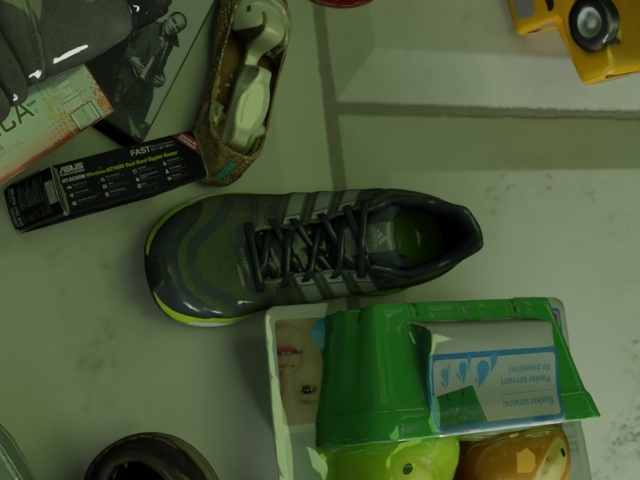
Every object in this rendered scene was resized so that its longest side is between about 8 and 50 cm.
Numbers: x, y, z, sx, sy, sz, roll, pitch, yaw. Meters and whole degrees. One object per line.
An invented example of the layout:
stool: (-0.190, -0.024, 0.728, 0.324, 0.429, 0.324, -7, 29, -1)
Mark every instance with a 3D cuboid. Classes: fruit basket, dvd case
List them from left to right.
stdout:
dvd case: (-0.167, -0.217, 0.986, 0.179, 0.030, 0.238, 34, 65, -24)
fruit basket: (0.114, 0.219, 1.002, 0.327, 0.165, 0.353, 1, 73, -34)

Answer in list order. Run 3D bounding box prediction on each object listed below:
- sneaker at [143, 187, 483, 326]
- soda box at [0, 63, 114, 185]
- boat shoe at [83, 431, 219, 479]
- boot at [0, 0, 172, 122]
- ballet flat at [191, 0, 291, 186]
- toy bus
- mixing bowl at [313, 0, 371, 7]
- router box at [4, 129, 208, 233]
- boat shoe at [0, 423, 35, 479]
sneaker: (0.000, 0.000, 1.004, 0.300, 0.121, 0.111, -10, 87, -35)
soda box: (-0.237, -0.064, 0.875, 0.183, 0.063, 0.058, -37, 102, -23)
boat shoe: (-0.091, 0.300, 0.840, 0.132, 0.130, 0.355, -23, 77, -2)
boot: (-0.274, -0.226, 0.809, 0.223, 0.118, 0.338, -38, 88, -21)
ballet flat: (-0.055, -0.142, 1.025, 0.073, 0.067, 0.206, 19, 71, -29)
toy bus: (0.235, -0.313, 1.211, 0.108, 0.130, 0.332, -15, 90, -36)
mixing bowl: (0.031, -0.305, 1.093, 0.181, 0.098, 0.181, 6, 78, -32)
router box: (-0.158, -0.043, 0.923, 0.122, 0.092, 0.038, -18, 92, -35)
boat shoe: (-0.206, 0.213, 0.853, 0.079, 0.081, 0.227, -25, 96, -34)
